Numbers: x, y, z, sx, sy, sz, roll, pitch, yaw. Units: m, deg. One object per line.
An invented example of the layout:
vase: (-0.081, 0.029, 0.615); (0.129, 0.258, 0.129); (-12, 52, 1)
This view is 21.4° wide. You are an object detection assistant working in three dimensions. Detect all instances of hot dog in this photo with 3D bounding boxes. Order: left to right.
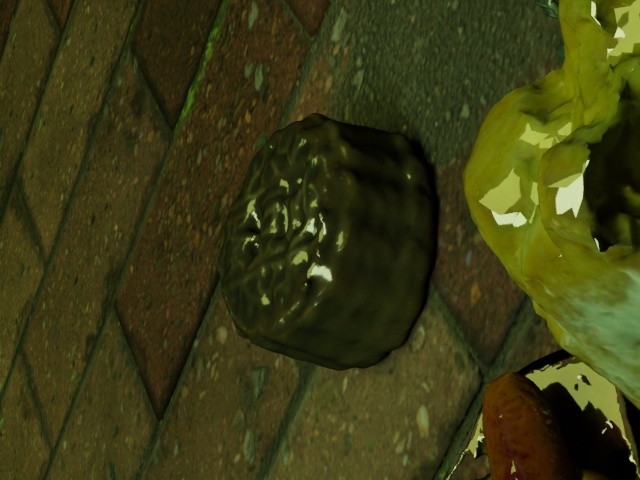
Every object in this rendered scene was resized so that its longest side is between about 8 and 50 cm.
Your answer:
hot dog: (0.132, 0.234, 1.125); (0.194, 0.107, 0.326); (-15, 74, 24)

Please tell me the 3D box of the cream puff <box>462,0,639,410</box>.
cream puff: (0.254, -0.026, 0.932); (0.270, 0.323, 0.274); (-58, -5, -24)

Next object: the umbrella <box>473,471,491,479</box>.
umbrella: (0.089, 0.255, 1.314); (0.326, 0.090, 0.094); (-54, 34, 40)

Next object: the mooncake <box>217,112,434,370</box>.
mooncake: (0.000, 0.000, 1.528); (0.228, 0.124, 0.228); (-32, 53, 55)

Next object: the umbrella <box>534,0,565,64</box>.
umbrella: (0.233, -0.146, 1.160); (0.349, 0.094, 0.143); (43, 115, 61)
